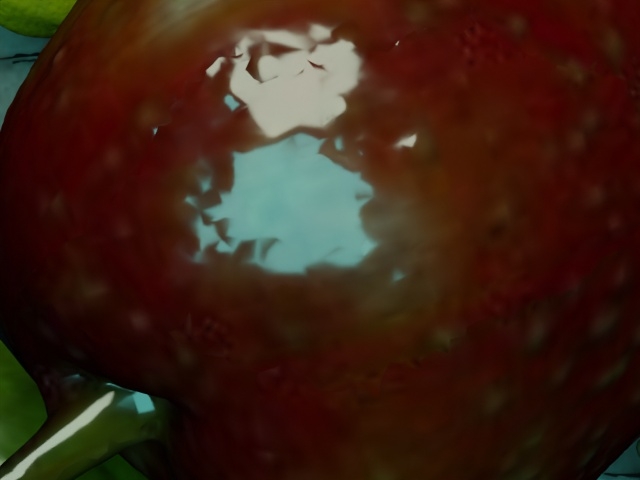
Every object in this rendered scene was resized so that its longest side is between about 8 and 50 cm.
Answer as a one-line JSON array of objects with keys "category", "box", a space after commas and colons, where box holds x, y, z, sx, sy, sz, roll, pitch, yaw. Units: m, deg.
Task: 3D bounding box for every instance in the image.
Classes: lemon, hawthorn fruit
[{"category": "lemon", "box": [-0.156, -0.144, 0.680, 0.092, 0.065, 0.065, 40, 98, 10]}, {"category": "hawthorn fruit", "box": [0.000, 0.000, 0.483, 0.284, 0.285, 0.369, 39, 56, 10]}]

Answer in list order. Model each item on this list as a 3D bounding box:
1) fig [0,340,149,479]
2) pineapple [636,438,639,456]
[{"category": "fig", "box": [-0.168, 0.085, 0.605, 0.233, 0.233, 0.314, -25, 80, 12]}, {"category": "pineapple", "box": [0.253, -0.017, 0.547, 0.175, 0.175, 0.361, 14, 86, 12]}]
